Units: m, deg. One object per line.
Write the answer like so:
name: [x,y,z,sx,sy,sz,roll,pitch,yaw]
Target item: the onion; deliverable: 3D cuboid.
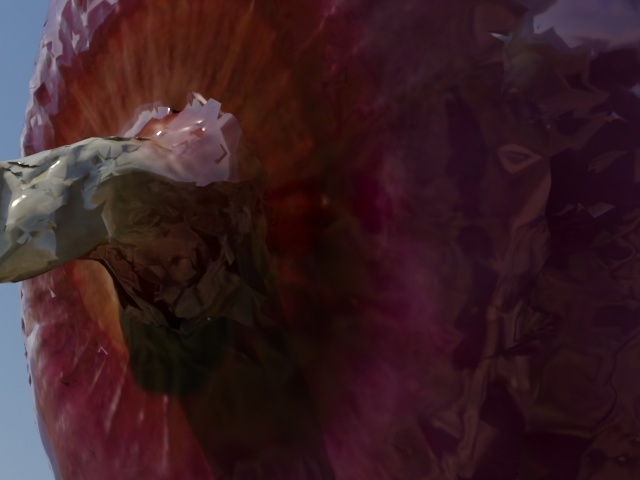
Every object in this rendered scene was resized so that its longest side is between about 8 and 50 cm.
onion: [0.037,0.002,0.566,0.358,0.345,0.358,8,-70,25]
